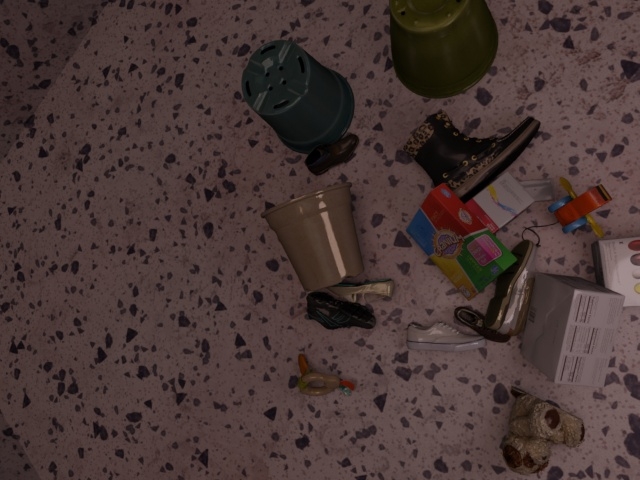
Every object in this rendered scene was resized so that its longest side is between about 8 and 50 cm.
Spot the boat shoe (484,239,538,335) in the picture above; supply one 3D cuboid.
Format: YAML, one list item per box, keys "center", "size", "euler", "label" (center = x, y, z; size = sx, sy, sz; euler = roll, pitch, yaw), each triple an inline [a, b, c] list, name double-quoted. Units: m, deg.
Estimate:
- center: [0.616, 0.150, 1.486]
  size: [0.103, 0.113, 0.303]
  euler: [24, 87, -6]
  label: "boat shoe"

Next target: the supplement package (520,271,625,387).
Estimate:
- center: [0.699, 0.244, 1.342]
  size: [0.145, 0.204, 0.262]
  euler: [7, 99, -4]
  label: "supplement package"

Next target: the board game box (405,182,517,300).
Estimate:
- center: [0.428, 0.010, 1.499]
  size: [0.064, 0.242, 0.317]
  euler: [-31, 70, -25]
  label: "board game box"

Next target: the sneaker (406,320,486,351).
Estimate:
- center: [0.403, 0.310, 1.551]
  size: [0.257, 0.094, 0.091]
  euler: [-5, 88, 21]
  label: "sneaker"

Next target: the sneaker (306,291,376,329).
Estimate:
- center: [0.070, 0.268, 1.698]
  size: [0.267, 0.101, 0.106]
  euler: [18, 111, 23]
  label: "sneaker"

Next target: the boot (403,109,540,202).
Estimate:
- center: [0.484, -0.323, 1.557]
  size: [0.377, 0.138, 0.284]
  euler: [-44, 70, 13]
  label: "boot"

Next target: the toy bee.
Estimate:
- center: [0.750, -0.098, 1.413]
  size: [0.162, 0.298, 0.195]
  euler: [-24, 97, -21]
  label: "toy bee"

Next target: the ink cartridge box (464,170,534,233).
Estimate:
- center: [0.547, -0.104, 1.486]
  size: [0.176, 0.128, 0.127]
  euler: [-39, 76, 3]
  label: "ink cartridge box"

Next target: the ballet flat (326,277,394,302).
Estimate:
- center: [0.138, 0.182, 1.673]
  size: [0.248, 0.086, 0.086]
  euler: [-7, 83, 21]
  label: "ballet flat"

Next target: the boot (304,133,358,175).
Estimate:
- center: [0.039, -0.320, 1.740]
  size: [0.219, 0.106, 0.082]
  euler: [-37, 74, 15]
  label: "boot"

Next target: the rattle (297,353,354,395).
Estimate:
- center: [0.021, 0.485, 1.720]
  size: [0.199, 0.143, 0.130]
  euler: [-9, 115, 5]
  label: "rattle"

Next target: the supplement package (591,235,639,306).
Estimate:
- center: [0.903, 0.088, 1.348]
  size: [0.203, 0.149, 0.194]
  euler: [-7, 83, 21]
  label: "supplement package"

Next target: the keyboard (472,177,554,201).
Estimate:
- center: [0.621, -0.155, 1.553]
  size: [0.255, 0.014, 0.072]
  euler: [-4, 89, 21]
  label: "keyboard"

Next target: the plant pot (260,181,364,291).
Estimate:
- center: [0.000, 0.000, 1.640]
  size: [0.333, 0.334, 0.306]
  euler: [-19, 91, 19]
  label: "plant pot"

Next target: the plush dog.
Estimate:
- center: [0.613, 0.576, 1.402]
  size: [0.210, 0.262, 0.226]
  euler: [18, 81, 54]
  label: "plush dog"

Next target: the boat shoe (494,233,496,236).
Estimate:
- center: [0.511, -0.003, 1.565]
  size: [0.136, 0.043, 0.049]
  euler: [-21, 76, 17]
  label: "boat shoe"

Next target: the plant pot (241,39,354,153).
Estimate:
- center: [-0.091, -0.514, 1.687]
  size: [0.340, 0.334, 0.342]
  euler: [-2, 85, 22]
  label: "plant pot"

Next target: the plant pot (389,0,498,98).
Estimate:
- center: [0.369, -0.695, 1.514]
  size: [0.366, 0.353, 0.367]
  euler: [-2, 84, 21]
  label: "plant pot"

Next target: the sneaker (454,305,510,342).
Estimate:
- center: [0.514, 0.274, 1.524]
  size: [0.188, 0.071, 0.066]
  euler: [25, 95, 22]
  label: "sneaker"
